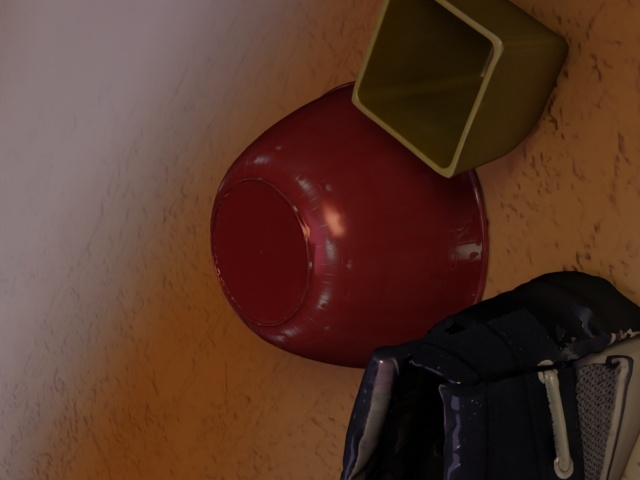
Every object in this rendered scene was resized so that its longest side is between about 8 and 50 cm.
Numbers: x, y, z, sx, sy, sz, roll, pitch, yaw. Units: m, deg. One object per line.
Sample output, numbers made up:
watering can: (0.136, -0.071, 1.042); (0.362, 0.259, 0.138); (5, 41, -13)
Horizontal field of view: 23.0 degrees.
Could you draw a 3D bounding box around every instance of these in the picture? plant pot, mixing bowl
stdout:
plant pot: (0.082, -0.092, 0.826); (0.081, 0.083, 0.081); (42, 128, 33)
mixing bowl: (0.000, 0.000, 0.928); (0.181, 0.098, 0.181); (14, 110, 44)

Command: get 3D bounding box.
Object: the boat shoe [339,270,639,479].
boat shoe: (0.072, 0.187, 0.846); (0.127, 0.158, 0.340); (22, 115, 43)
